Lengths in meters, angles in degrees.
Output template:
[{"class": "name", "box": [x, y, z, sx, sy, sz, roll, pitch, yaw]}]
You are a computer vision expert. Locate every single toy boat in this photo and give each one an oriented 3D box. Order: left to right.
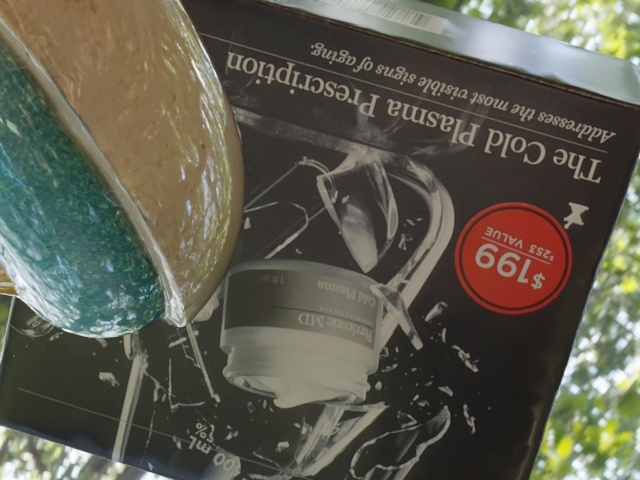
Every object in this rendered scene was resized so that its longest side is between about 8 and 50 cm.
[{"class": "toy boat", "box": [-0.159, -0.062, 0.522, 0.148, 0.318, 0.267, -42, -77, -17]}]

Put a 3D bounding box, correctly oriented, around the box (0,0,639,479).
[{"class": "box", "box": [0.000, 0.000, 0.910, 0.343, 0.312, 0.179, 16, -161, 5]}]
